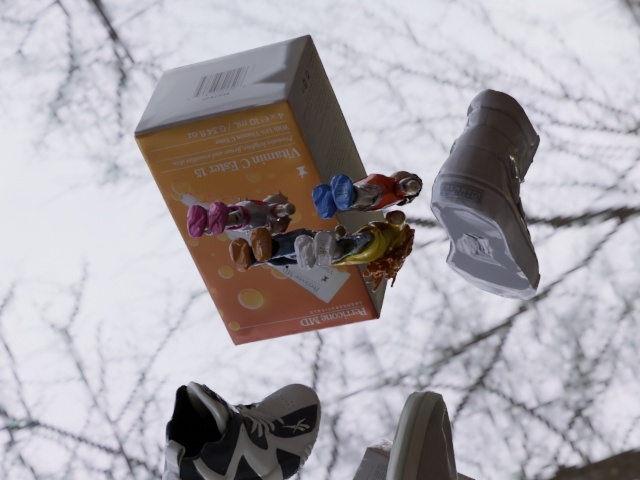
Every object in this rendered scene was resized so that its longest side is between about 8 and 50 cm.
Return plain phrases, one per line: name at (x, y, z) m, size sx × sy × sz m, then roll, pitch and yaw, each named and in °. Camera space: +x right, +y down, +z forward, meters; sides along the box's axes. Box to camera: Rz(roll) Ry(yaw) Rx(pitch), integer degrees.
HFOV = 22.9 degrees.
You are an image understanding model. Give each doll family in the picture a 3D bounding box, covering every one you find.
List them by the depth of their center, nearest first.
doll family at (0.000, 0.000, 1.607) m, size 0.163 × 0.263 × 0.118 m, roll -8°, pitch -90°, yaw -53°

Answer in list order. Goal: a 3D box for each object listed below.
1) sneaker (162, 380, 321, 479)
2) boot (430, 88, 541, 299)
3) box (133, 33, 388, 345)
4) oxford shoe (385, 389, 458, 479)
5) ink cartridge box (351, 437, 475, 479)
sneaker at (-0.086, 0.192, 1.680) m, size 0.235 × 0.094 × 0.153 m, roll -35°, pitch -43°, yaw -32°
boot at (0.169, -0.039, 1.449) m, size 0.258 × 0.095 × 0.123 m, roll 63°, pitch -133°, yaw -66°
box at (-0.064, -0.060, 2.047) m, size 0.168 × 0.215 × 0.345 m, roll -75°, pitch -33°, yaw -53°
oxford shoe at (0.119, 0.360, 1.444) m, size 0.169 × 0.130 × 0.449 m, roll 53°, pitch -145°, yaw -65°
ink cartridge box at (0.116, 0.301, 1.964) m, size 0.135 × 0.056 × 0.099 m, roll 23°, pitch -174°, yaw 12°
